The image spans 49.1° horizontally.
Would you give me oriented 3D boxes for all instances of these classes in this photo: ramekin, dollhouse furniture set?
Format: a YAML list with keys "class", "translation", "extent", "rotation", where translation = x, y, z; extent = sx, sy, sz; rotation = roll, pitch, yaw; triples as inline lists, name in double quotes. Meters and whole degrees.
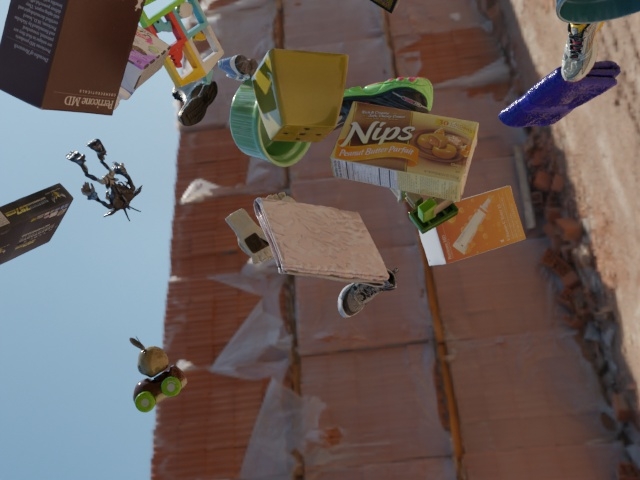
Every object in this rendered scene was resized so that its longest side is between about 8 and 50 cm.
- class: "ramekin"
  translation: [-0.160, -0.404, 2.316]
  extent: [0.303, 0.148, 0.304]
  rotation: [-24, -59, -49]
- class: "dollhouse furniture set"
  translation: [0.334, -0.204, 2.440]
  extent: [0.302, 0.151, 0.198]
  rotation: [55, 173, 23]

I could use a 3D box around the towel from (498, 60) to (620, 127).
- class: "towel"
  translation: [0.693, -0.414, 2.039]
  extent: [0.308, 0.227, 0.076]
  rotation: [138, 120, -66]

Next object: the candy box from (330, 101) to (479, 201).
- class: "candy box"
  translation: [0.201, -0.216, 1.673]
  extent: [0.088, 0.316, 0.183]
  rotation: [76, -149, -56]

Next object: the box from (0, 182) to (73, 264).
- class: "box"
  translation: [-0.699, -0.024, 1.610]
  extent: [0.059, 0.183, 0.232]
  rotation: [48, -143, 4]

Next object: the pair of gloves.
- class: "pair of gloves"
  translation: [-0.160, -0.045, 2.265]
  extent: [0.204, 0.240, 0.042]
  rotation: [60, 161, 14]

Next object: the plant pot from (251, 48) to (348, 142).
- class: "plant pot"
  translation: [-0.053, -0.368, 1.845]
  extent: [0.212, 0.212, 0.187]
  rotation: [156, 112, -70]

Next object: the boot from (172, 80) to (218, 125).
- class: "boot"
  translation: [-0.419, -0.424, 2.157]
  extent: [0.198, 0.137, 0.077]
  rotation: [-59, -29, -42]

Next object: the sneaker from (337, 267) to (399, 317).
- class: "sneaker"
  translation: [0.179, 0.176, 2.541]
  extent: [0.268, 0.153, 0.101]
  rotation: [-42, -77, -38]

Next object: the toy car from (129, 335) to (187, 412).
- class: "toy car"
  translation: [-0.457, 0.339, 1.857]
  extent: [0.188, 0.148, 0.155]
  rotation: [60, 171, 1]

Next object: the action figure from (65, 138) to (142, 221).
- class: "action figure"
  translation: [-0.675, -0.190, 2.219]
  extent: [0.141, 0.164, 0.276]
  rotation: [31, 154, 46]

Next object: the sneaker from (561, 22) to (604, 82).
- class: "sneaker"
  translation: [0.654, -0.516, 1.778]
  extent: [0.092, 0.088, 0.225]
  rotation: [-9, -65, -43]

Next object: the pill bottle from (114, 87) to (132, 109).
- class: "pill bottle"
  translation: [-0.708, -0.582, 2.506]
  extent: [0.222, 0.124, 0.124]
  rotation: [-53, -12, -3]

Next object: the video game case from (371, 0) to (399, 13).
- class: "video game case"
  translation: [0.101, -0.711, 1.665]
  extent: [0.035, 0.274, 0.248]
  rotation: [-52, -7, -31]

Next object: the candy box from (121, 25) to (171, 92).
- class: "candy box"
  translation: [-0.461, -0.443, 1.630]
  extent: [0.070, 0.164, 0.196]
  rotation: [-54, 10, 30]

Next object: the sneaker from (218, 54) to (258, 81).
- class: "sneaker"
  translation: [-0.265, -0.570, 2.325]
  extent: [0.211, 0.081, 0.080]
  rotation: [14, -101, -72]

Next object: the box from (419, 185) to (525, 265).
- class: "box"
  translation: [0.564, -0.054, 2.657]
  extent: [0.168, 0.345, 0.215]
  rotation: [163, 90, -76]

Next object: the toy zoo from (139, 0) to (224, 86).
- class: "toy zoo"
  translation: [-0.378, -0.559, 1.927]
  extent: [0.192, 0.030, 0.293]
  rotation: [-49, -54, -34]

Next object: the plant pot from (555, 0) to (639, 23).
- class: "plant pot"
  translation: [0.585, -0.613, 1.398]
  extent: [0.271, 0.271, 0.255]
  rotation: [33, -133, -81]

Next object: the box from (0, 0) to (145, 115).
- class: "box"
  translation: [-0.429, -0.427, 1.248]
  extent: [0.191, 0.143, 0.382]
  rotation: [-16, -49, -65]

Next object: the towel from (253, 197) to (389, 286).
- class: "towel"
  translation: [0.000, 0.000, 1.947]
  extent: [0.053, 0.331, 0.317]
  rotation: [-65, 30, 31]

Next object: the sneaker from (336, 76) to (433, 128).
- class: "sneaker"
  translation: [0.178, -0.446, 2.492]
  extent: [0.185, 0.482, 0.202]
  rotation: [-11, -86, -49]
